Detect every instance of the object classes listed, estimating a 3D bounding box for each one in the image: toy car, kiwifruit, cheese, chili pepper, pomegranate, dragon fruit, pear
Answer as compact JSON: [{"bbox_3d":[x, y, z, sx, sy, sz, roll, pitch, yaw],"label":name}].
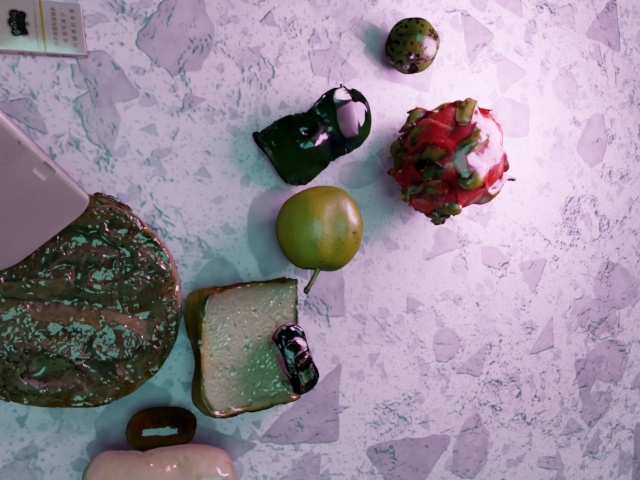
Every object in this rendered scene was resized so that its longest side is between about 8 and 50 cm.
[{"bbox_3d":[-0.045,0.228,0.830,0.069,0.055,0.142,-28,106,-34],"label":"toy car"},{"bbox_3d":[-0.293,0.346,0.798,0.125,0.075,0.075,6,89,-28],"label":"kiwifruit"},{"bbox_3d":[-0.276,0.444,0.767,0.263,0.093,0.158,4,122,-21],"label":"cheese"},{"bbox_3d":[0.013,-0.222,0.894,0.265,0.116,0.148,-33,106,-18],"label":"chili pepper"},{"bbox_3d":[0.214,-0.449,0.985,0.122,0.122,0.161,50,47,-16],"label":"pomegranate"},{"bbox_3d":[0.284,-0.185,0.955,0.231,0.237,0.302,44,63,-39],"label":"dragon fruit"},{"bbox_3d":[0.000,0.000,0.861,0.180,0.166,0.215,12,72,-37],"label":"pear"}]

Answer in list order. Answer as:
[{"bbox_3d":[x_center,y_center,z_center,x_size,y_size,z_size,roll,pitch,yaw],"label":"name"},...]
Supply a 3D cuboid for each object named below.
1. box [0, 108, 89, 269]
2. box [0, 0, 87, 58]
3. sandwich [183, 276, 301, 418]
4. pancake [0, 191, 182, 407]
[{"bbox_3d":[-0.509,-0.156,0.512,0.344,0.352,0.177,44,74,0],"label":"box"},{"bbox_3d":[-0.491,-0.359,0.729,0.167,0.024,0.089,-6,93,-23],"label":"box"},{"bbox_3d":[-0.145,0.206,0.848,0.227,0.087,0.250,-6,93,-35],"label":"sandwich"},{"bbox_3d":[-0.429,0.098,0.737,0.383,0.071,0.381,0,91,-20],"label":"pancake"}]
